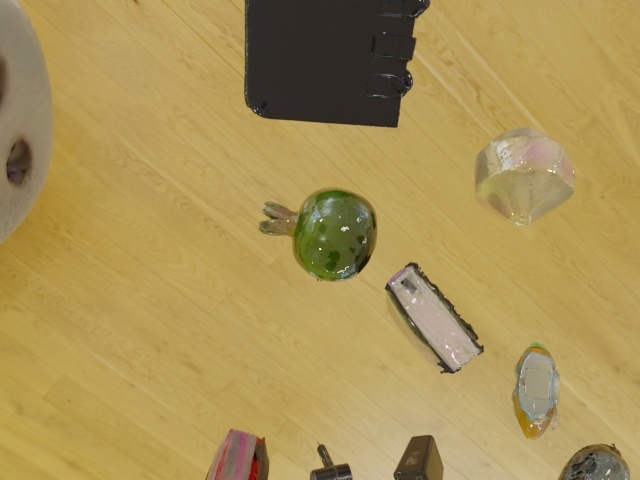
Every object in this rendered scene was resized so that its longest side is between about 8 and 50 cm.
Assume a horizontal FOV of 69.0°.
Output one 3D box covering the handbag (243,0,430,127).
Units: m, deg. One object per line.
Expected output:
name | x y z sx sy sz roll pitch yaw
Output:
handbag | 0.025 -0.376 0.872 0.330 0.122 0.303 2 116 -7

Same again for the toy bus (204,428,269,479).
toy bus | -0.230 0.658 1.225 0.147 0.302 0.127 31 117 -11

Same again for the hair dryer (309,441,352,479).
hair dryer | 0.014 0.720 1.502 0.125 0.219 0.071 -3 102 -14

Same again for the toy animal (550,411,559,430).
toy animal | 0.652 0.522 1.396 0.082 0.114 0.091 1 114 -10

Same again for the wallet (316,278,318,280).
wallet | 0.000 0.000 1.280 0.042 0.124 0.230 0 140 -7

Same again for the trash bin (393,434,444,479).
trash bin | 0.353 0.805 1.615 0.115 0.225 0.165 -18 92 25

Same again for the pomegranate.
pomegranate | -0.004 -0.020 0.883 0.225 0.187 0.186 12 105 -8

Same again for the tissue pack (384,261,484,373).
tissue pack | 0.272 0.213 1.200 0.122 0.361 0.259 -37 72 -1

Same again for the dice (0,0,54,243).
dice | -0.326 -0.098 0.335 0.194 0.194 0.191 8 130 -9

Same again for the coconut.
coconut | 0.485 -0.149 1.127 0.237 0.236 0.197 -43 136 10

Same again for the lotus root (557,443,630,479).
lotus root | 0.445 0.406 0.774 0.165 0.088 0.088 -40 104 -10

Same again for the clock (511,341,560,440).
clock | 0.519 0.362 1.128 0.103 0.144 0.230 6 70 26
